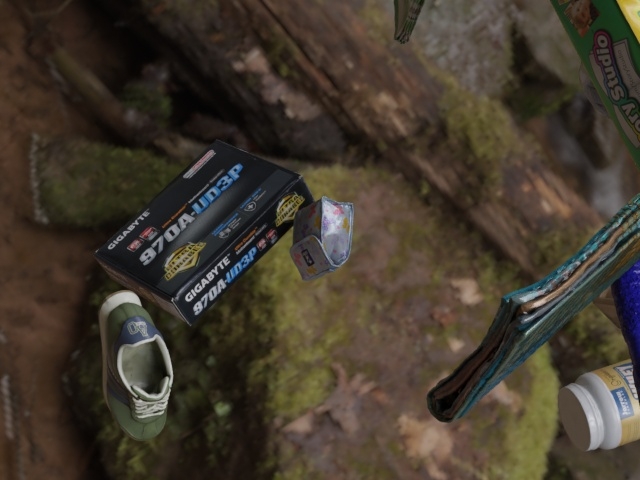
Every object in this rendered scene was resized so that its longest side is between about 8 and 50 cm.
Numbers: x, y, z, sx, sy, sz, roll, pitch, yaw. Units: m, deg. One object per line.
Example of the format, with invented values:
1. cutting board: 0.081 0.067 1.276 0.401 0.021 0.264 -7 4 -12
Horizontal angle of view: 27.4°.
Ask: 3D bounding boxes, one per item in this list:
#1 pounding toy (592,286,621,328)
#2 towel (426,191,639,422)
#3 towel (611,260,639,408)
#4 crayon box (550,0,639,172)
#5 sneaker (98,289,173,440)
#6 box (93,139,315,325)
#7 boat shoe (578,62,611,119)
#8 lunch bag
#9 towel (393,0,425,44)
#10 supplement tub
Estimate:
1. pounding toy: 0.543 0.045 2.170 0.094 0.181 0.206 40 70 -29
2. towel: 0.264 0.018 1.239 0.370 0.271 0.040 -37 76 -25
3. towel: 0.467 0.138 1.655 0.227 0.076 0.308 23 47 -39
4. crayon box: 0.460 -0.218 1.522 0.313 0.106 0.363 -22 81 -32
5. sneaker: -0.190 0.152 1.384 0.064 0.192 0.086 -18 35 -21
6. box: -0.139 -0.014 1.575 0.220 0.175 0.051 -45 132 -19
7. boat shoe: 0.455 -0.222 1.724 0.335 0.121 0.119 9 62 -39
8. lunch bag: 0.000 0.000 1.499 0.053 0.071 0.083 12 71 -27
9. towel: 0.127 -0.367 1.896 0.023 0.152 0.113 0 71 -7
10. supplement tub: 0.551 0.297 2.395 0.199 0.144 0.144 -16 72 -14
